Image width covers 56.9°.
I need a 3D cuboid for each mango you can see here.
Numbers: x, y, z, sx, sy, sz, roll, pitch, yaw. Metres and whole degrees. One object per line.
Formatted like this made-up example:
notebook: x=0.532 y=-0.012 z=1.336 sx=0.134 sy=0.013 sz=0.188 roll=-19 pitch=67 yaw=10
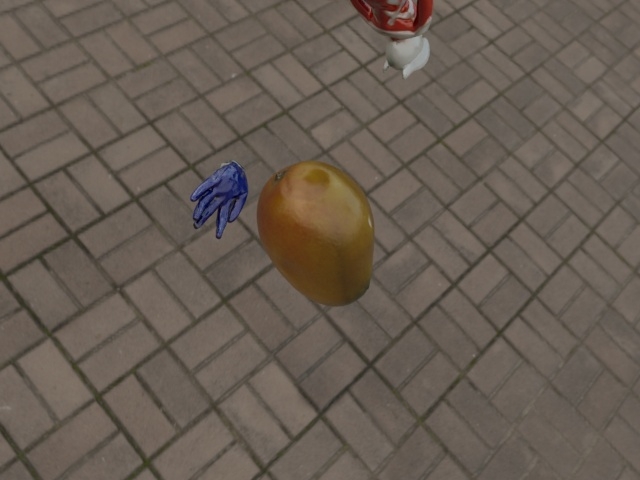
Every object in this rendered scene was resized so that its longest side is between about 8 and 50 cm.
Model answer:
mango: x=-0.005 y=-0.003 z=0.746 sx=0.151 sy=0.221 sz=0.120 roll=24 pitch=56 yaw=22

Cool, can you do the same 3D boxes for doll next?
doll: x=0.124 y=-0.436 z=1.074 sx=0.188 sy=0.384 sz=0.099 roll=29 pitch=78 yaw=29

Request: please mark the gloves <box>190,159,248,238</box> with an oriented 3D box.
gloves: x=-0.108 y=-0.044 z=0.644 sx=0.026 sy=0.064 sz=0.086 roll=6 pitch=49 yaw=38
